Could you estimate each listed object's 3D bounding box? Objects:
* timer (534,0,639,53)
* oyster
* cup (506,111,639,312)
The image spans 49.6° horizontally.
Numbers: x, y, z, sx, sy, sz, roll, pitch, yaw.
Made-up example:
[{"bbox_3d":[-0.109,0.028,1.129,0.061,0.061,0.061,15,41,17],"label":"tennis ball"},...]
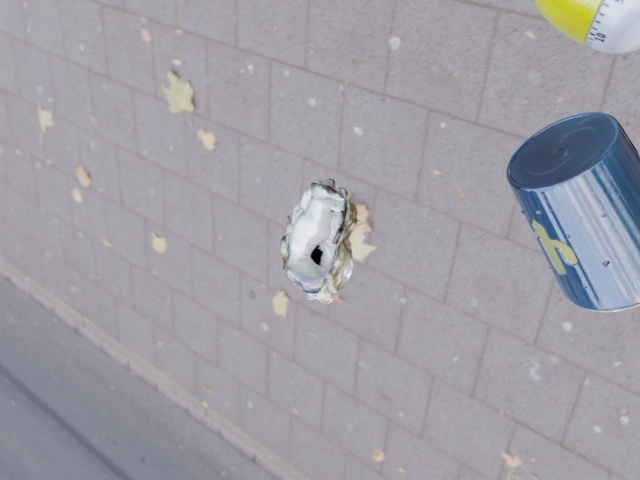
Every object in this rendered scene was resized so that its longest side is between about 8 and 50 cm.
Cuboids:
[{"bbox_3d":[0.376,-0.415,0.944,0.285,0.285,0.285,19,122,33],"label":"timer"},{"bbox_3d":[0.000,0.000,0.893,0.191,0.081,0.163,14,103,57],"label":"oyster"},{"bbox_3d":[0.254,-0.036,0.681,0.155,0.131,0.176,51,173,-27],"label":"cup"}]
